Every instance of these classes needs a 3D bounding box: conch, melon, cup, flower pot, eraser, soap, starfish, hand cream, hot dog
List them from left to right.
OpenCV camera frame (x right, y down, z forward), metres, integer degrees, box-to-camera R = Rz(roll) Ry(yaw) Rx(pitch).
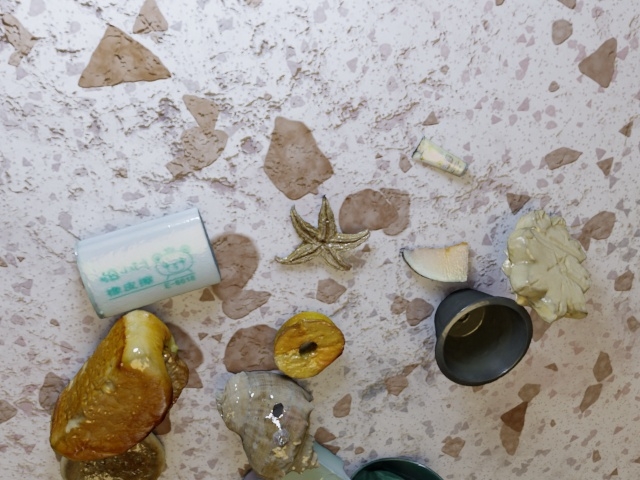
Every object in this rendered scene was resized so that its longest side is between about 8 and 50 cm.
[{"bbox_3d":[-0.456,0.360,1.645,0.223,0.185,0.405,27,116,-34],"label":"hot dog"},{"bbox_3d":[-0.389,0.052,1.579,0.290,0.104,0.189,-17,114,-7],"label":"eraser"},{"bbox_3d":[-0.109,0.462,1.779,0.186,0.263,0.324,-18,121,44],"label":"conch"},{"bbox_3d":[-0.109,0.716,1.957,0.347,0.115,0.208,-43,117,8],"label":"soap"},{"bbox_3d":[0.000,-0.001,1.685,0.240,0.043,0.227,-22,116,1],"label":"starfish"},{"bbox_3d":[0.181,0.881,1.981,0.401,0.310,0.392,-25,130,-42],"label":"cup"},{"bbox_3d":[0.293,0.059,1.785,0.182,0.054,0.098,-5,110,-12],"label":"melon"},{"bbox_3d":[0.292,-0.197,1.673,0.143,0.039,0.061,22,110,-18],"label":"hand cream"},{"bbox_3d":[0.400,0.233,1.832,0.269,0.166,0.269,-6,114,-14],"label":"flower pot"}]

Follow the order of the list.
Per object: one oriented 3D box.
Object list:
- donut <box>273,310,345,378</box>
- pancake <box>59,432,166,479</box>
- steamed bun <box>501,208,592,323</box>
[{"bbox_3d":[-0.035,0.262,1.785,0.174,0.074,0.190,22,112,-24],"label":"donut"},{"bbox_3d":[-0.538,0.574,1.819,0.282,0.049,0.282,-7,119,-13],"label":"pancake"},{"bbox_3d":[0.554,0.079,1.755,0.292,0.137,0.295,-36,97,-43],"label":"steamed bun"}]
